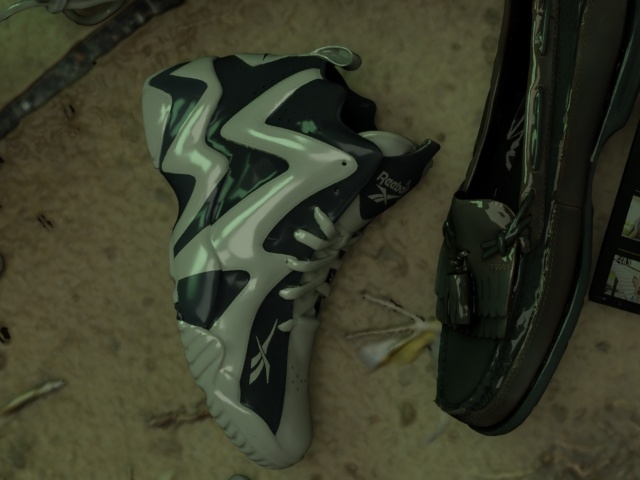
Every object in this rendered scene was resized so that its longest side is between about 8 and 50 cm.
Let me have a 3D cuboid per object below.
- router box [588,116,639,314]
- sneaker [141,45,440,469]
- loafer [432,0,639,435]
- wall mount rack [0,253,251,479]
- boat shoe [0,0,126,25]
[{"bbox_3d":[0.245,-0.005,0.940,0.179,0.046,0.133,17,125,9],"label":"router box"},{"bbox_3d":[0.000,0.000,0.984,0.153,0.094,0.235,-15,77,17],"label":"sneaker"},{"bbox_3d":[0.101,-0.032,0.961,0.084,0.096,0.267,20,84,-30],"label":"loafer"},{"bbox_3d":[-0.223,0.189,1.008,0.350,0.130,0.304,41,99,7],"label":"wall mount rack"},{"bbox_3d":[-0.154,-0.184,0.992,0.367,0.136,0.156,20,92,11],"label":"boat shoe"}]
